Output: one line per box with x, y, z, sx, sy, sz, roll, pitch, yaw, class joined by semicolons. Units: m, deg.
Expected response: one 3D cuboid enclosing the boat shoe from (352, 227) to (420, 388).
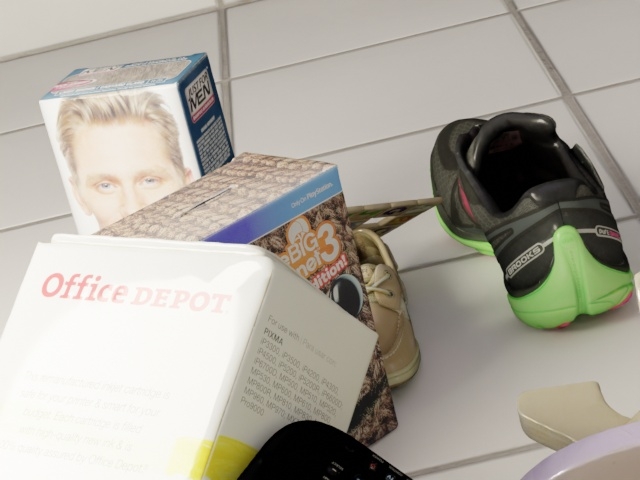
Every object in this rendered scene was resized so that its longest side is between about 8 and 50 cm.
0.047;0.075;2.104;0.109;0.098;0.302;-11;21;6;boat shoe

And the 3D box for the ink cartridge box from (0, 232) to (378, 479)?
-0.151;0.204;1.542;0.279;0.160;0.384;4;68;40;ink cartridge box

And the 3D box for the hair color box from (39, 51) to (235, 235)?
-0.176;-0.024;2.148;0.174;0.347;0.105;-6;23;21;hair color box

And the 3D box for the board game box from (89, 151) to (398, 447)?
-0.077;0.094;1.869;0.232;0.291;0.141;-31;26;-36;board game box

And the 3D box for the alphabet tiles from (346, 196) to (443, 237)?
0.000;0.000;2.257;0.198;0.009;0.237;-7;-15;-37;alphabet tiles

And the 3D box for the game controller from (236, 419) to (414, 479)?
0.072;0.263;1.409;0.319;0.067;0.166;35;54;5;game controller

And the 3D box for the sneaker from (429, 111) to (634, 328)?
0.238;-0.069;2.206;0.185;0.202;0.483;-16;21;-8;sneaker

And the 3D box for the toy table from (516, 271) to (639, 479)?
0.286;0.167;1.564;0.274;0.252;0.161;0;38;2;toy table
